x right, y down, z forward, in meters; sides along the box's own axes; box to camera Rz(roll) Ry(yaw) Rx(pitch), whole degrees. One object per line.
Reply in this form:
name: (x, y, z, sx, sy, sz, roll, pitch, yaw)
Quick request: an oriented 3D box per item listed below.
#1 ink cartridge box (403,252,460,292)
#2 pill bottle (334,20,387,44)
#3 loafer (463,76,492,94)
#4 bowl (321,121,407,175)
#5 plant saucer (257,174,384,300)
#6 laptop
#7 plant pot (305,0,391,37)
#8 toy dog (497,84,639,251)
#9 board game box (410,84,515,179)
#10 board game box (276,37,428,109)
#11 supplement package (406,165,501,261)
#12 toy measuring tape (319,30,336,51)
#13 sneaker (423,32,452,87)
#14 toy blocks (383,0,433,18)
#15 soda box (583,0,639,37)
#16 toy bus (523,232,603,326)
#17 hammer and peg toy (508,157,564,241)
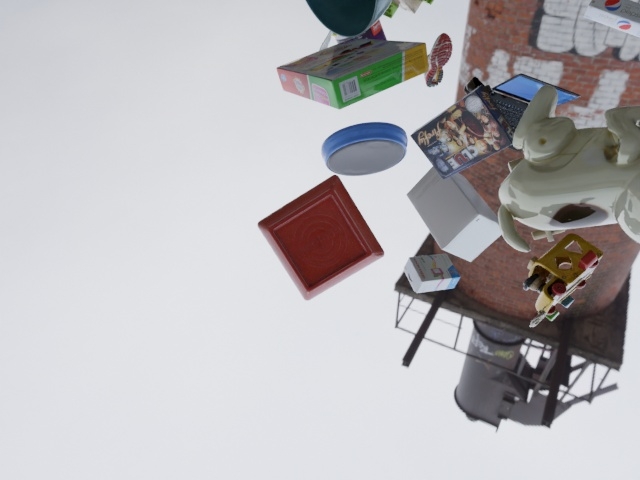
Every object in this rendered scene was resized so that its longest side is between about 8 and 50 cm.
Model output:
ink cartridge box: (0.300, 0.088, 1.267, 0.122, 0.052, 0.089, -6, -131, -19)
pill bottle: (0.168, -0.759, 1.819, 0.181, 0.323, 0.182, -21, -145, 15)
loafer: (0.695, -0.620, 1.991, 0.080, 0.078, 0.220, -22, -124, -21)
bowl: (0.198, -0.394, 2.086, 0.390, 0.391, 0.077, -6, -106, -3)
plant saucer: (0.000, 0.000, 1.243, 0.258, 0.259, 0.048, -31, -173, 7)
laptop: (0.673, -0.419, 1.574, 0.234, 0.264, 0.137, 14, -146, -13)
plant pot: (0.100, -0.702, 1.190, 0.195, 0.290, 0.290, -39, -129, -22)
toy dog: (0.618, -0.125, 0.997, 0.395, 0.285, 0.407, -49, -136, -15)
board game box: (0.377, -0.280, 1.254, 0.165, 0.243, 0.042, 50, -124, -7)
board game box: (0.064, -0.410, 1.119, 0.242, 0.064, 0.316, -27, -147, -14)
supplement package: (0.467, -0.102, 1.636, 0.177, 0.175, 0.293, 20, -147, -36)
toy measuring tape: (0.084, -0.636, 1.398, 0.121, 0.121, 0.330, 15, -102, 20)
sneaker: (0.451, -0.721, 1.854, 0.088, 0.225, 0.093, -9, -119, -12)
toy blocks: (0.221, -0.998, 1.747, 0.260, 0.191, 0.381, 17, -157, -48)
soda box: (1.073, -0.814, 1.678, 0.216, 0.069, 0.074, 31, -91, 17)
toy bus: (0.501, 0.075, 1.009, 0.202, 0.191, 0.104, 3, -145, -48)
hammer and peg toy: (0.897, -0.202, 1.956, 0.127, 0.362, 0.266, -19, -163, 24)
